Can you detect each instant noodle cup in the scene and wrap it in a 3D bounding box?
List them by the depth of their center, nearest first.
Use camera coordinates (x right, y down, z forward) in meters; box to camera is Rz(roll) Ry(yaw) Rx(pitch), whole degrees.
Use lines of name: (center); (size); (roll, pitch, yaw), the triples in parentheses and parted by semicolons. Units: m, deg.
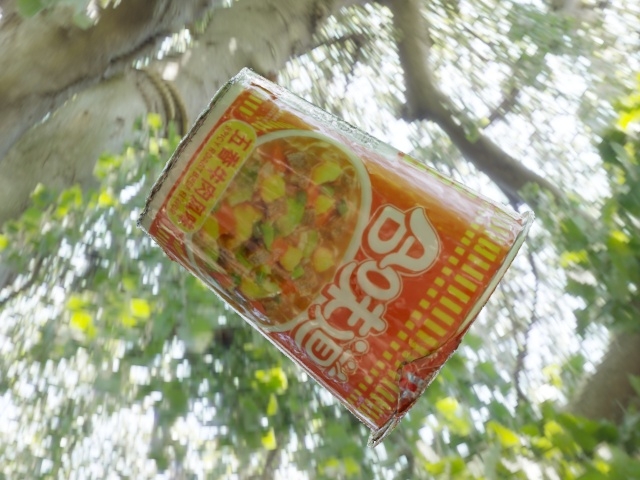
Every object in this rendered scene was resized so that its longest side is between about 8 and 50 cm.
instant noodle cup: (0.000, 0.000, 1.007); (0.212, 0.193, 0.193); (35, -80, 0)
